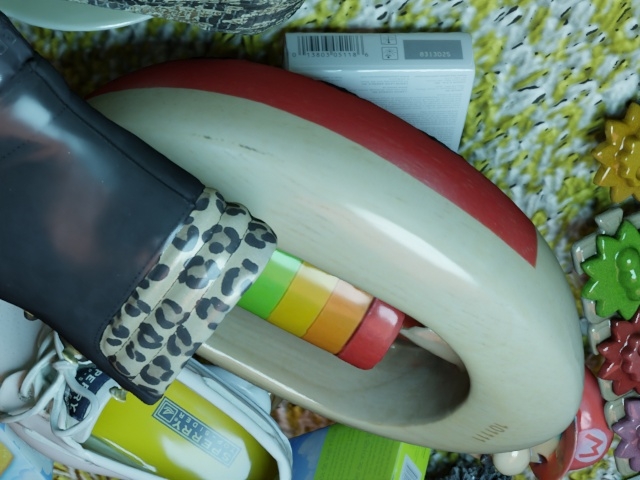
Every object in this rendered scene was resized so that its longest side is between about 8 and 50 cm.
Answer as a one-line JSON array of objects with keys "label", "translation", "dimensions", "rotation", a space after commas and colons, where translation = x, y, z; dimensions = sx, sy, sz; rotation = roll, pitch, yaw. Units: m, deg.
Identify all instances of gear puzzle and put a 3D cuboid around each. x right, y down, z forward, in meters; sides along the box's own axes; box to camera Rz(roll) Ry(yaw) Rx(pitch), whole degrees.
[{"label": "gear puzzle", "translation": [0.299, 0.036, 1.361], "dimensions": [0.175, 0.044, 0.339], "rotation": [-24, 118, -16]}]

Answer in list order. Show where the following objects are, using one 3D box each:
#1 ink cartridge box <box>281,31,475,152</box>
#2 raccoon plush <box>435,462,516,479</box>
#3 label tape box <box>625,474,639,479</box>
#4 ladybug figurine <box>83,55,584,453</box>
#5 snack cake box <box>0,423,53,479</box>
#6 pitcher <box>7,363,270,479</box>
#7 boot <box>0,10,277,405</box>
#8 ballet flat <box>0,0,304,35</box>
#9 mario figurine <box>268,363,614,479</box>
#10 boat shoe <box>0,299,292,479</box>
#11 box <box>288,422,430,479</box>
[{"label": "ink cartridge box", "translation": [0.040, -0.095, 1.291], "dimensions": [0.145, 0.045, 0.179], "rotation": [-1, 150, -5]}, {"label": "raccoon plush", "translation": [0.039, 0.276, 1.458], "dimensions": [0.299, 0.216, 0.446], "rotation": [6, 155, -11]}, {"label": "label tape box", "translation": [0.321, 0.366, 1.674], "dimensions": [0.348, 0.115, 0.249], "rotation": [-25, 129, 15]}, {"label": "ladybug figurine", "translation": [0.000, 0.000, 1.213], "dimensions": [0.449, 0.162, 0.305], "rotation": [30, 148, -11]}, {"label": "snack cake box", "translation": [-0.389, 0.186, 1.461], "dimensions": [0.264, 0.089, 0.152], "rotation": [-20, 132, 13]}, {"label": "pitcher", "translation": [-0.161, 0.132, 1.391], "dimensions": [0.207, 0.125, 0.178], "rotation": [36, 121, -14]}, {"label": "boot", "translation": [-0.217, 0.007, 1.094], "dimensions": [0.284, 0.138, 0.377], "rotation": [35, 136, -9]}, {"label": "ballet flat", "translation": [-0.231, -0.216, 1.083], "dimensions": [0.483, 0.164, 0.182], "rotation": [11, 150, -17]}, {"label": "mario figurine", "translation": [0.101, 0.141, 1.405], "dimensions": [0.321, 0.170, 0.198], "rotation": [14, 164, -7]}, {"label": "boat shoe", "translation": [-0.182, 0.111, 1.255], "dimensions": [0.367, 0.156, 0.135], "rotation": [33, 84, -6]}, {"label": "box", "translation": [0.004, 0.200, 1.356], "dimensions": [0.178, 0.109, 0.042], "rotation": [-22, 118, 29]}]
